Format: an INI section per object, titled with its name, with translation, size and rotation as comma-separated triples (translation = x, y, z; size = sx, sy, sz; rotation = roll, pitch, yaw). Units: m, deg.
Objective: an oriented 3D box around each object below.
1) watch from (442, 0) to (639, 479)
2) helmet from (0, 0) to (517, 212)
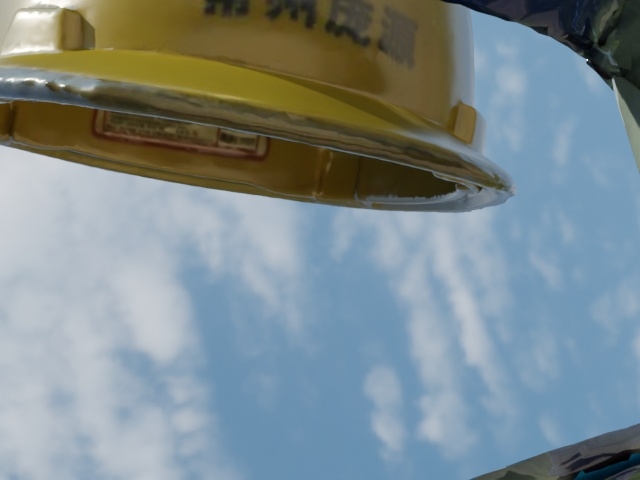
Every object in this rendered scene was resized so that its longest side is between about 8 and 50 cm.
[watch]
translation = 0.006, 0.011, 0.329
size = 0.275, 0.068, 0.276
rotation = 11, -123, -15
[helmet]
translation = -0.028, -0.089, 0.533
size = 0.205, 0.257, 0.140
rotation = 11, -95, -17
